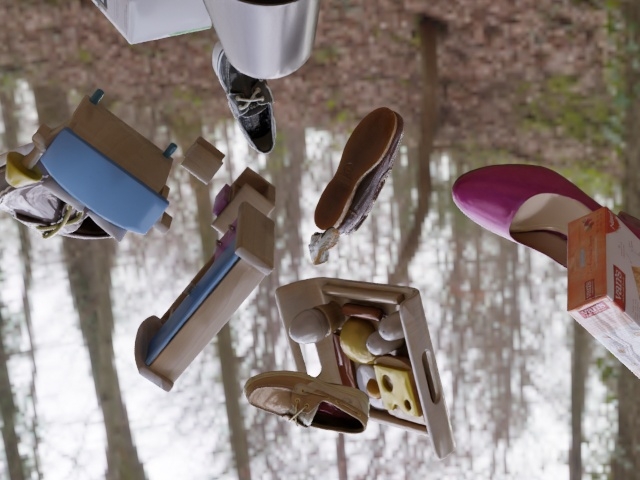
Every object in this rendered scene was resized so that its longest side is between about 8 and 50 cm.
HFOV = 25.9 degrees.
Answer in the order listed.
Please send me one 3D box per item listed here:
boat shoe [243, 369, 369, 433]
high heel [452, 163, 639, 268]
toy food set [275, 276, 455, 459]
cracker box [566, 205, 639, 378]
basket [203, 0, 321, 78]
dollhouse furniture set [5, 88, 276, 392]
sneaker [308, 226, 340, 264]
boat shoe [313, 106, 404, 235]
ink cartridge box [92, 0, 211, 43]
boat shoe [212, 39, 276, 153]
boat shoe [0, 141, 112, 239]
[{"bbox_3d":[-0.012,0.169,1.426,0.135,0.050,0.045,9,-144,-12],"label":"boat shoe"},{"bbox_3d":[0.380,-0.005,2.091,0.377,0.127,0.181,13,-149,-19],"label":"high heel"},{"bbox_3d":[0.054,0.173,1.893,0.092,0.219,0.306,-22,-166,-29],"label":"toy food set"},{"bbox_3d":[0.417,0.084,1.844,0.067,0.232,0.155,-27,-142,35],"label":"cracker box"},{"bbox_3d":[-0.077,-0.316,1.775,0.204,0.227,0.154,37,-106,16],"label":"basket"},{"bbox_3d":[-0.230,-0.028,1.613,0.303,0.198,0.286,37,-163,-15],"label":"dollhouse furniture set"},{"bbox_3d":[0.000,0.000,1.898,0.032,0.083,0.037,-10,-117,-26],"label":"sneaker"},{"bbox_3d":[0.065,-0.099,2.044,0.073,0.207,0.073,15,-158,-47],"label":"boat shoe"},{"bbox_3d":[-0.303,-0.441,2.393,0.160,0.092,0.219,-16,-137,-26],"label":"ink cartridge box"},{"bbox_3d":[-0.109,-0.228,2.182,0.078,0.219,0.070,-22,-132,-3],"label":"boat shoe"},{"bbox_3d":[-0.314,-0.054,1.675,0.117,0.096,0.324,-22,175,7],"label":"boat shoe"}]
